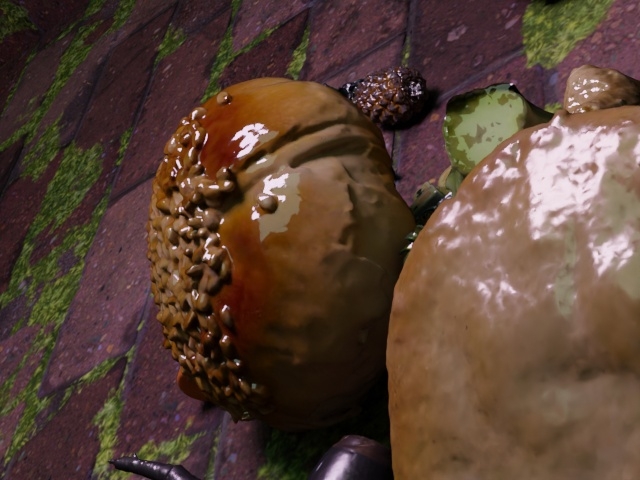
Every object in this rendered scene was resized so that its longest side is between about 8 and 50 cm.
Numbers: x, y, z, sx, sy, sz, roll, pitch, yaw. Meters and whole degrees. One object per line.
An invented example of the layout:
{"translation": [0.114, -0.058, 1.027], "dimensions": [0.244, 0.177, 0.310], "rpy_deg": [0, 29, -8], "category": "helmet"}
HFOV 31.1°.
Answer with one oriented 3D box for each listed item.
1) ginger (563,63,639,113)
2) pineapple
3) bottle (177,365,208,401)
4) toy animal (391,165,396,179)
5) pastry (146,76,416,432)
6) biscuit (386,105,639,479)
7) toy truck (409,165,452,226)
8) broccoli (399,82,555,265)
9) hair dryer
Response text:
{"translation": [0.332, -0.096, 1.035], "dimensions": [0.086, 0.294, 0.131], "rpy_deg": [-61, 43, 38], "category": "ginger"}
{"translation": [0.071, -0.200, 1.674], "dimensions": [0.221, 0.083, 0.103], "rpy_deg": [-6, 51, 51], "category": "pineapple"}
{"translation": [-0.141, 0.128, 1.558], "dimensions": [0.069, 0.069, 0.187], "rpy_deg": [-27, 33, 32], "category": "bottle"}
{"translation": [0.034, -0.139, 1.631], "dimensions": [0.041, 0.075, 0.217], "rpy_deg": [-21, 50, -26], "category": "toy animal"}
{"translation": [-0.060, 0.017, 1.282], "dimensions": [0.409, 0.245, 0.409], "rpy_deg": [175, 90, -67], "category": "pastry"}
{"translation": [0.223, 0.112, 0.871], "dimensions": [0.429, 0.104, 0.446], "rpy_deg": [-15, 75, 42], "category": "biscuit"}
{"translation": [0.159, -0.035, 1.351], "dimensions": [0.191, 0.085, 0.116], "rpy_deg": [-42, 24, 13], "category": "toy truck"}
{"translation": [0.212, -0.043, 1.089], "dimensions": [0.248, 0.245, 0.288], "rpy_deg": [11, 73, 35], "category": "broccoli"}
{"translation": [-0.095, 0.310, 1.154], "dimensions": [0.359, 0.120, 0.303], "rpy_deg": [15, 76, 35], "category": "hair dryer"}
